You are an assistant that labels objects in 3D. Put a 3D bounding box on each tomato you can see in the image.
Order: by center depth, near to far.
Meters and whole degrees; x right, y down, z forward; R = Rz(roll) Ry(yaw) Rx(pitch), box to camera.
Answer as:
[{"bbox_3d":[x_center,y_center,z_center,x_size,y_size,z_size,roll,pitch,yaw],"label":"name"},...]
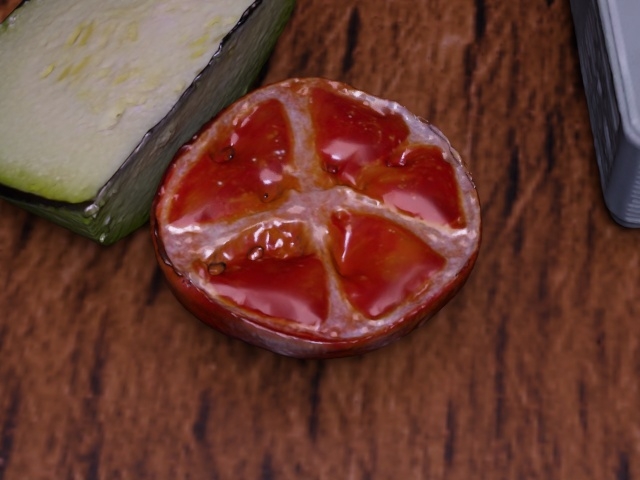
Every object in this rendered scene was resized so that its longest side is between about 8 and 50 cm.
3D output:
[{"bbox_3d":[0.000,0.000,0.745,0.155,0.069,0.155,1,56,-1],"label":"tomato"}]

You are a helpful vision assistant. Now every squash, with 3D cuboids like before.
[{"bbox_3d":[-0.099,-0.075,0.800,0.184,0.085,0.192,18,62,45],"label":"squash"}]

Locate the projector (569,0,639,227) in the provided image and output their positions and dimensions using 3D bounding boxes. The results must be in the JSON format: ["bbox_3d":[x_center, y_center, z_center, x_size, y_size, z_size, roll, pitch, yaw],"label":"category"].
[{"bbox_3d":[0.263,-0.105,0.794,0.256,0.099,0.192,-3,60,-1],"label":"projector"}]
